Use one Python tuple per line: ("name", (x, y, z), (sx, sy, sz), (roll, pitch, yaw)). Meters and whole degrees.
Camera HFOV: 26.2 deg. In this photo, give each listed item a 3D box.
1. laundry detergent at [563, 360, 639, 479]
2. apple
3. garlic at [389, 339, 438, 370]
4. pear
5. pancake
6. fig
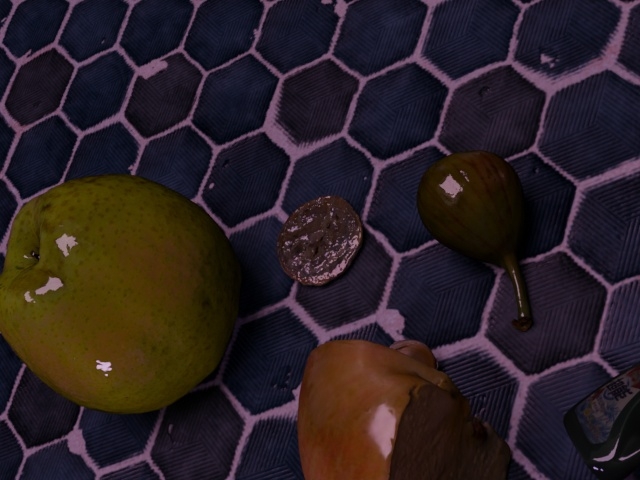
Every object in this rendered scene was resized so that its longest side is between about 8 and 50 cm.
("laundry detergent", (0.413, 0.199, 1.694), (0.221, 0.078, 0.144), (-37, 25, 11))
("apple", (0.094, 0.271, 1.733), (0.252, 0.309, 0.314), (-38, 47, 12))
("garlic", (0.114, 0.192, 1.919), (0.113, 0.094, 0.074), (-67, 9, -6))
("pear", (-0.316, 0.069, 2.100), (0.391, 0.391, 0.391), (-17, 56, 27))
("pancake", (0.000, 0.000, 2.142), (0.158, 0.028, 0.158), (-15, 57, 24))
("fig", (0.247, -0.009, 1.913), (0.151, 0.151, 0.259), (-40, 71, 10))
